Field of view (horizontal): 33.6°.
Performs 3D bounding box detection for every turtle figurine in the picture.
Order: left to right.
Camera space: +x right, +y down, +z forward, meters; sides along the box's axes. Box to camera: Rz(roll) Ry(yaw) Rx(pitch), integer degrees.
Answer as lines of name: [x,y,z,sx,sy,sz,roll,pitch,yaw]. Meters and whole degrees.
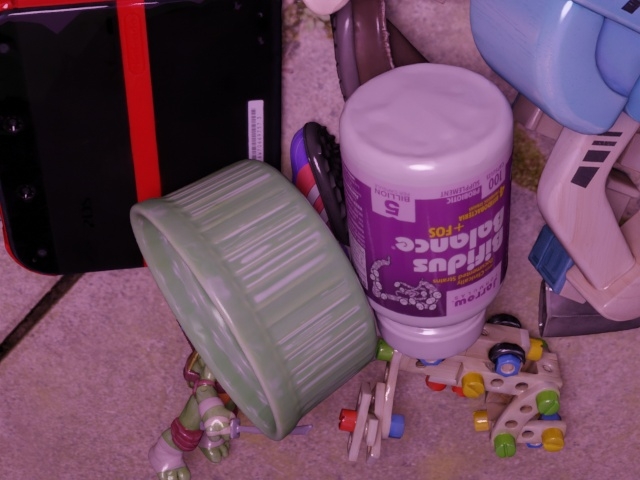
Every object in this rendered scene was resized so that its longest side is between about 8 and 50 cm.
turtle figurine: [-0.103,0.236,1.431,0.274,0.198,0.266,25,124,-9]

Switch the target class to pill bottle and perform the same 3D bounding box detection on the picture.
pill bottle: [0.112,-0.017,1.099,0.169,0.169,0.302,-2,135,6]

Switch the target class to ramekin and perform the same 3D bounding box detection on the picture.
ramekin: [-0.070,0.057,1.180,0.148,0.303,0.303,-32,126,-16]

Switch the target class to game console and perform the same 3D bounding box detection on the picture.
game console: [-0.215,-0.122,1.227,0.341,0.060,0.387,-6,131,-10]

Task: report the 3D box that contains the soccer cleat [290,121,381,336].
soccer cleat: [0.000,0.000,1.308,0.116,0.109,0.318,-8,128,15]

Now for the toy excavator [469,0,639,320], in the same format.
toy excavator: [0.275,-0.155,1.036,0.432,0.222,0.445,16,115,-31]

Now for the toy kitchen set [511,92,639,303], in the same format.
toy kitchen set: [0.269,-0.062,1.254,0.166,0.122,0.207,21,105,-11]

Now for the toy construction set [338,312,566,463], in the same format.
toy construction set: [0.183,0.198,1.412,0.327,0.151,0.215,0,131,-17]

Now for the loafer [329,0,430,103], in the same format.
loafer: [0.110,-0.148,1.183,0.130,0.134,0.366,-18,133,12]

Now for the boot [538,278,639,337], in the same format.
boot: [0.388,0.056,1.347,0.208,0.076,0.190,7,126,7]

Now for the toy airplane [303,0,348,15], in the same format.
toy airplane: [-0.105,-0.431,0.927,0.384,0.272,0.386,14,91,-19]

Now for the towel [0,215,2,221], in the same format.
towel: [-0.339,-0.165,1.248,0.271,0.040,0.370,9,127,-1]

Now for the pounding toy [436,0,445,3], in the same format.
pounding toy: [0.065,-0.302,1.070,0.141,0.130,0.100,23,113,-13]
